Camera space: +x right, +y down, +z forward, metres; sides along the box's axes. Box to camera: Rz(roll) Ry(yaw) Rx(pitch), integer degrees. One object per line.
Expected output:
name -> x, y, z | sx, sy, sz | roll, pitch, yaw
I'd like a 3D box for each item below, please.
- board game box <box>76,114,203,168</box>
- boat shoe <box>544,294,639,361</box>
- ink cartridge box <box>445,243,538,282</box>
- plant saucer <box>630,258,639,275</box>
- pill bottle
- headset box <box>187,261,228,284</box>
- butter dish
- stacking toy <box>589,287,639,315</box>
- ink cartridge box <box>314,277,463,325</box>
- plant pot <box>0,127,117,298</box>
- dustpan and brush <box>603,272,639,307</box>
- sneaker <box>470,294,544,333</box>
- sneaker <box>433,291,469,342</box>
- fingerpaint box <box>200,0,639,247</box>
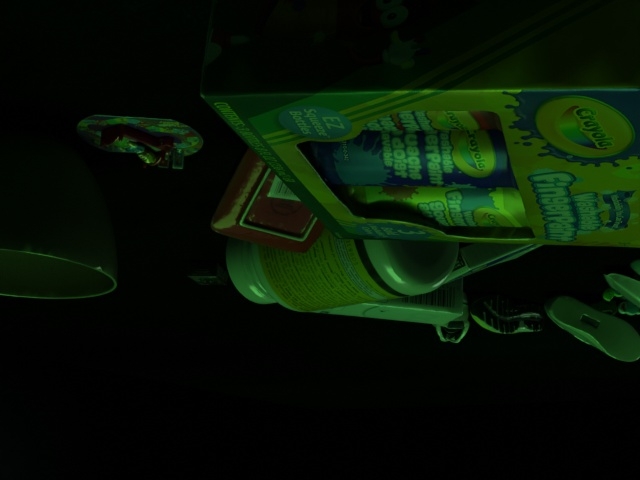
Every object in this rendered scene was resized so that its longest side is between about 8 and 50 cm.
board game box -> -0.243, -0.126, 1.341 | 0.168, 0.033, 0.133 | 3, 164, -2
boat shoe -> 0.576, 0.180, 2.120 | 0.227, 0.079, 0.081 | 30, 179, -6
ink cartridge box -> 0.285, 0.021, 1.687 | 0.208, 0.045, 0.206 | -18, 172, -21
plant saucer -> 0.629, 0.053, 1.833 | 0.119, 0.021, 0.119 | 3, 165, 1
pill bottle -> 0.020, 0.005, 1.470 | 0.334, 0.188, 0.188 | -13, 158, 43
headset box -> -0.227, 0.065, 2.012 | 0.062, 0.032, 0.083 | 0, 165, 12
butter dish -> -0.059, -0.082, 1.330 | 0.160, 0.118, 0.160 | 14, 120, -30
stacking toy -> 0.678, 0.135, 2.062 | 0.221, 0.052, 0.167 | 2, 164, 7
ink cartridge box -> 0.095, 0.137, 2.106 | 0.308, 0.091, 0.385 | 6, 163, -10
plant pot -> -0.413, -0.042, 1.376 | 0.284, 0.191, 0.284 | 3, 163, 1
dustpan and brush -> 0.644, 0.116, 1.888 | 0.211, 0.060, 0.147 | 39, -177, 25
sneaker -> 0.391, 0.170, 2.184 | 0.208, 0.081, 0.094 | 15, 163, -37
sneaker -> 0.282, 0.182, 2.222 | 0.094, 0.091, 0.258 | 1, 164, 8
fingerpaint box -> 0.140, -0.124, 1.007 | 0.371, 0.163, 0.445 | 2, 164, 17
